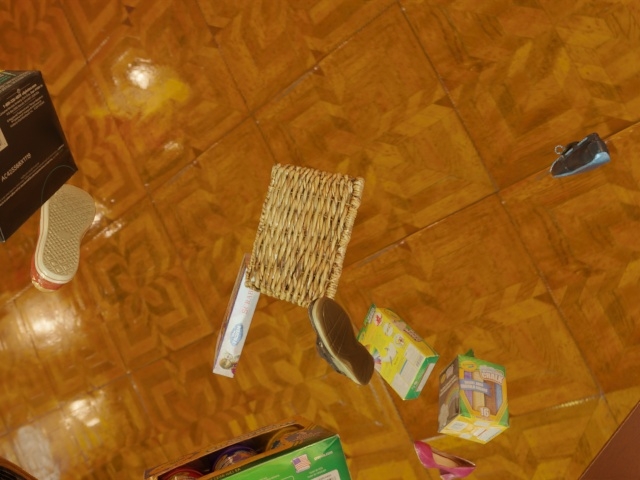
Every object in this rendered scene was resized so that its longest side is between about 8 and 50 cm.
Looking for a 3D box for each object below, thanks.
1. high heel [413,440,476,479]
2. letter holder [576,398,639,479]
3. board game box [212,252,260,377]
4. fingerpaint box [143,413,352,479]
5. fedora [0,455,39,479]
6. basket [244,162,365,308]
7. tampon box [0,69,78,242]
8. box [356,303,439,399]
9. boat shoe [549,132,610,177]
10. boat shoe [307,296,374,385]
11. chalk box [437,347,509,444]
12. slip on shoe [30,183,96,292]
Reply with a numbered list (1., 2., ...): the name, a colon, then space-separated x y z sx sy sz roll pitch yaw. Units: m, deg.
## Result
1. high heel: 0.401 0.700 1.784 0.117 0.082 0.244 -31 116 19
2. letter holder: 0.458 0.340 0.674 0.152 0.214 0.301 11 128 4
3. board game box: -0.250 0.214 1.704 0.066 0.318 0.318 18 93 -10
4. fingerpaint box: -0.190 0.585 1.337 0.371 0.446 0.163 147 107 -71
5. fedora: -0.299 0.285 0.531 0.194 0.079 0.194 34 156 17
6. basket: 0.000 0.000 1.236 0.223 0.213 0.298 13 89 26
7. tampon box: -0.320 -0.077 0.464 0.161 0.120 0.101 4 129 9
8. box: 0.139 0.208 1.066 0.179 0.043 0.105 43 118 45
9. boat shoe: 0.700 -0.228 1.483 0.109 0.258 0.088 -12 86 -6
10. boat shoe: 0.017 0.130 0.694 0.049 0.056 0.152 -2 130 37
11. chalk box: 0.387 0.383 1.412 0.132 0.212 0.132 16 140 -4
12. slip on shoe: -0.619 -0.014 1.316 0.101 0.123 0.331 -43 39 29
